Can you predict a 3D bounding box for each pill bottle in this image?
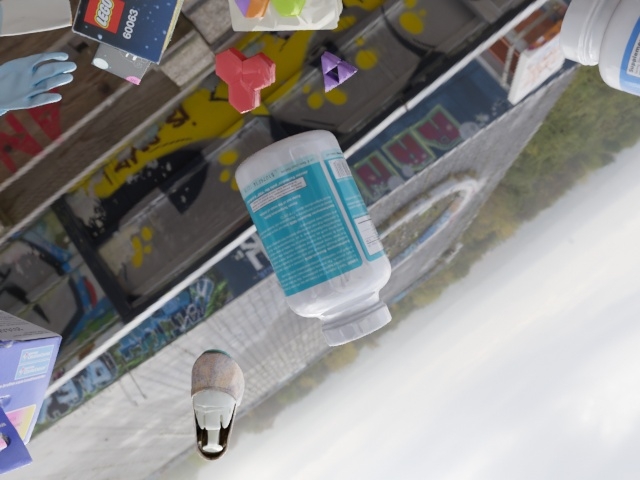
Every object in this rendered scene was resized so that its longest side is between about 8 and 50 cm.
[{"bbox_3d":[0.370,-0.201,0.583,0.124,0.222,0.124,-28,135,-31],"label":"pill bottle"},{"bbox_3d":[0.000,0.000,0.758,0.146,0.263,0.146,-23,178,-1],"label":"pill bottle"}]

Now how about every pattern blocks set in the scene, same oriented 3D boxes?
[{"bbox_3d":[-0.052,-0.316,0.619,0.286,0.324,0.026,-8,-156,30],"label":"pattern blocks set"}]

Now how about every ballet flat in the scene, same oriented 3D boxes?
[{"bbox_3d":[-0.210,0.347,1.154,0.108,0.106,0.315,3,134,-5],"label":"ballet flat"}]

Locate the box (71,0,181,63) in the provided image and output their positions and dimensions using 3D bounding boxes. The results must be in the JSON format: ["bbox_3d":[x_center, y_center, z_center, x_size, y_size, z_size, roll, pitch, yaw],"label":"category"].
[{"bbox_3d":[-0.070,-0.223,0.313,0.233,0.044,0.159,-66,-160,17],"label":"box"}]

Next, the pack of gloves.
[{"bbox_3d":[-0.434,-0.240,0.733,0.232,0.194,0.046,-18,159,2],"label":"pack of gloves"}]

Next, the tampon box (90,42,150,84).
[{"bbox_3d":[-0.457,-0.476,1.369,0.121,0.101,0.161,21,148,-27],"label":"tampon box"}]

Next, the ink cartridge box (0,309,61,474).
[{"bbox_3d":[-0.481,0.130,0.598,0.270,0.396,0.151,19,87,-75],"label":"ink cartridge box"}]
